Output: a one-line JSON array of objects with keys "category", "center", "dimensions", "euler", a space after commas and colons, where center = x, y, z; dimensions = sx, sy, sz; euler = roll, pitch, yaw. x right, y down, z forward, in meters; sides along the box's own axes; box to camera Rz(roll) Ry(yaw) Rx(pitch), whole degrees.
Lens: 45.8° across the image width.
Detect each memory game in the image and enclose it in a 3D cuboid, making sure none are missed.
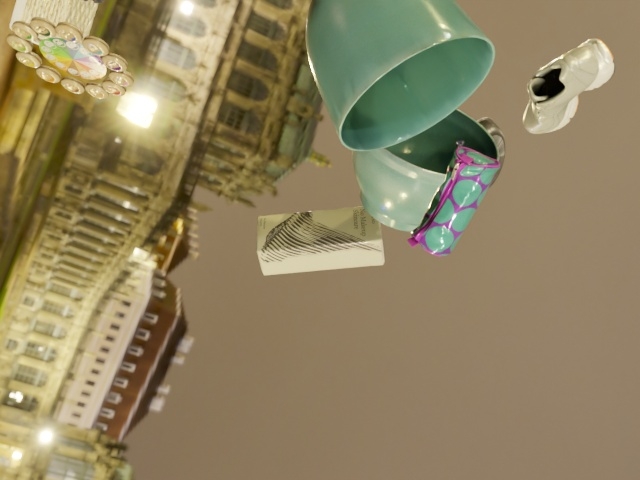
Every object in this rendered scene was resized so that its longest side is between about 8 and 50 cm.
[{"category": "memory game", "center": [-0.363, -0.260, 1.102], "dimensions": [0.186, 0.186, 0.012], "euler": [-31, -139, 61]}]

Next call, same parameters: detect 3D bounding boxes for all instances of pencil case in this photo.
[{"category": "pencil case", "center": [0.177, -0.052, 1.016], "dimensions": [0.064, 0.070, 0.151], "euler": [51, -51, 39]}]

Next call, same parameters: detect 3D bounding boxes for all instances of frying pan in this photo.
[{"category": "frying pan", "center": [0.338, -0.176, 1.759], "dimensions": [0.053, 0.326, 0.197], "euler": [22, -60, 37]}]

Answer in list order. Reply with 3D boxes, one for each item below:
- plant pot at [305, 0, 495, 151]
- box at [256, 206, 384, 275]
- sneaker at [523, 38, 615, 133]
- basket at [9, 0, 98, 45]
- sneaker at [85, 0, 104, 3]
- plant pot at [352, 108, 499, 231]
[{"category": "plant pot", "center": [0.110, -0.334, 1.293], "dimensions": [0.293, 0.293, 0.235], "euler": [-48, -117, 47]}, {"category": "box", "center": [0.000, 0.000, 1.687], "dimensions": [0.094, 0.275, 0.113], "euler": [80, 5, -50]}, {"category": "sneaker", "center": [0.415, -0.271, 1.387], "dimensions": [0.262, 0.121, 0.099], "euler": [114, -45, -67]}, {"category": "basket", "center": [-0.493, -0.450, 1.432], "dimensions": [0.113, 0.103, 0.167], "euler": [13, 93, -80]}, {"category": "sneaker", "center": [-0.256, -0.465, 1.008], "dimensions": [0.299, 0.121, 0.112], "euler": [-41, -130, 19]}, {"category": "plant pot", "center": [0.189, -0.143, 1.552], "dimensions": [0.293, 0.293, 0.196], "euler": [-93, -162, -50]}]
